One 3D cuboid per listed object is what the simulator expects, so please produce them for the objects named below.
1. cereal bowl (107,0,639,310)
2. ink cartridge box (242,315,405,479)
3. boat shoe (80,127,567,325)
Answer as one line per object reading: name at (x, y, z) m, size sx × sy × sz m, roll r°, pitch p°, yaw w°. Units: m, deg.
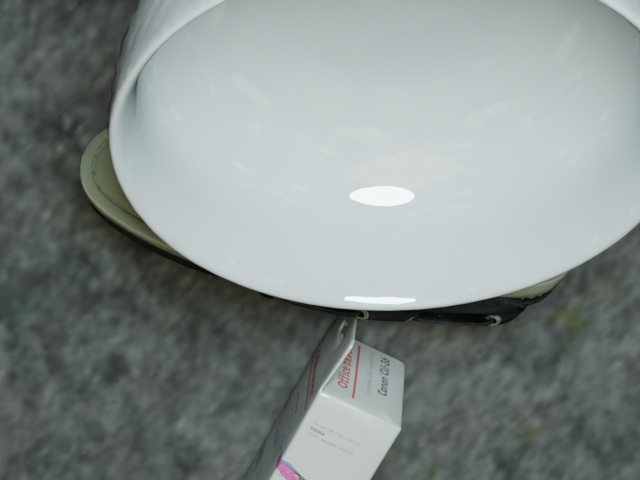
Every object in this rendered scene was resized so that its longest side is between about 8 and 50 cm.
cereal bowl at (0.045, -0.105, 1.191) m, size 0.339 × 0.141 × 0.339 m, roll 0°, pitch 143°, yaw 0°
ink cartridge box at (0.005, 0.144, 1.430) m, size 0.067 × 0.115 × 0.198 m, roll 26°, pitch 111°, yaw -7°
boat shoe at (0.001, -0.004, 1.379) m, size 0.340 × 0.127 × 0.113 m, roll 5°, pitch 151°, yaw -6°
